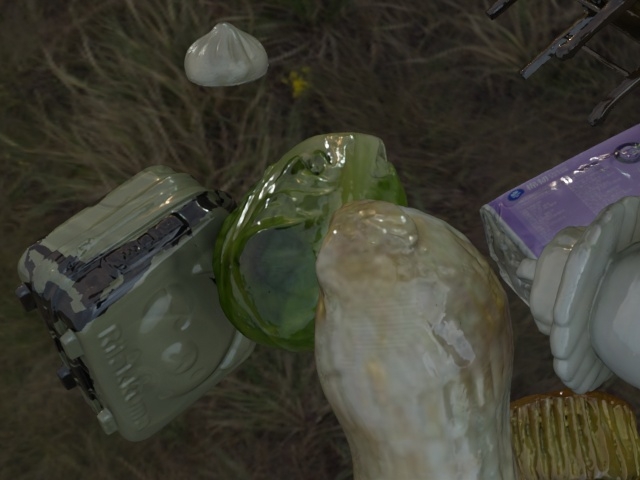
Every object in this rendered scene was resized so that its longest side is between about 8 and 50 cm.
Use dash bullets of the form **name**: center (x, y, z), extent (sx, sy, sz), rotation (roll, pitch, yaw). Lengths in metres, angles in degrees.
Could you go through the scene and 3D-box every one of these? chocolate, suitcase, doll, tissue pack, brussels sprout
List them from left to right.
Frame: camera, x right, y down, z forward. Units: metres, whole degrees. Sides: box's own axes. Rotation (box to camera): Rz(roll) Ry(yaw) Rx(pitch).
- **suitcase**: center (-0.204, 0.075, 1.367), extent (0.339, 0.351, 0.194), rotation (-38, 56, -24)
- **brussels sprout**: center (0.000, 0.000, 1.177), extent (0.219, 0.210, 0.271), rotation (6, 79, 57)
- **chocolate**: center (0.073, 0.119, 0.673), extent (0.134, 0.134, 0.309), rotation (-7, 105, 24)
- **tissue pack**: center (0.449, -0.014, 1.544), extent (0.338, 0.160, 0.242), rotation (-27, 45, -6)
- **doll**: center (0.230, 0.057, 0.517), extent (0.293, 0.138, 0.119), rotation (21, 97, 37)

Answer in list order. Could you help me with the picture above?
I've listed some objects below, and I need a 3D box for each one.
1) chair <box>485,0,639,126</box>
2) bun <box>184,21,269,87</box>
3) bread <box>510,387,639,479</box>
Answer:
- **chair**: center (0.385, -0.323, 1.250), extent (0.319, 0.160, 0.186), rotation (-42, 45, 1)
- **bun**: center (-0.156, -0.310, 1.645), extent (0.138, 0.138, 0.094), rotation (7, 118, 25)
- **bread**: center (0.292, 0.289, 1.321), extent (0.253, 0.227, 0.142), rotation (-41, 45, 42)
